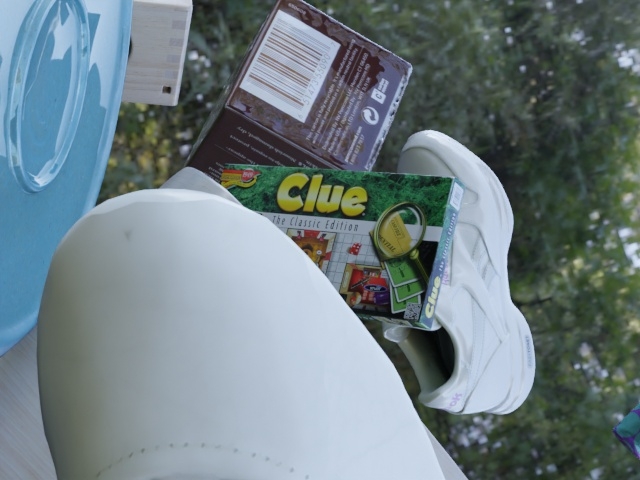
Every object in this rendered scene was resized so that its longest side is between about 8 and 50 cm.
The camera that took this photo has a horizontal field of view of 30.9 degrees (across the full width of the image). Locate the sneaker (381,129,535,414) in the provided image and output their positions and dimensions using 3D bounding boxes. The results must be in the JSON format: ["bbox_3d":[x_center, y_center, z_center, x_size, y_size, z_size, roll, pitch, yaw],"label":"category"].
[{"bbox_3d":[0.124,0.028,1.175,0.114,0.152,0.305,-31,-113,47],"label":"sneaker"}]

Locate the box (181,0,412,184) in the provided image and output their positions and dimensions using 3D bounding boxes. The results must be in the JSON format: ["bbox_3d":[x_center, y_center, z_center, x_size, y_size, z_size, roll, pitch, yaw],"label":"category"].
[{"bbox_3d":[-0.031,-0.129,1.287,0.169,0.167,0.203,-67,-169,-27],"label":"box"}]

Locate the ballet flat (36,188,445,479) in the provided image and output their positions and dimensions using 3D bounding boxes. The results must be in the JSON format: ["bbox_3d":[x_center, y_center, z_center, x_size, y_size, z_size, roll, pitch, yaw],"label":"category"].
[{"bbox_3d":[-0.012,0.182,0.400,0.139,0.139,0.400,25,-47,56],"label":"ballet flat"}]

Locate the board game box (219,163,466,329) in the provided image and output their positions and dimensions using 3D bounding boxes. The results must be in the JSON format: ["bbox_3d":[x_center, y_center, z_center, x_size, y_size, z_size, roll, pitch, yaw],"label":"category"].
[{"bbox_3d":[0.000,0.000,1.069,0.259,0.030,0.136,5,-109,34],"label":"board game box"}]

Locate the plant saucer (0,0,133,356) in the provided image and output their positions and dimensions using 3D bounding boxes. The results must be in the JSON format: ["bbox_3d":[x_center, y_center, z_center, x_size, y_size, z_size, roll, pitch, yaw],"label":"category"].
[{"bbox_3d":[-0.146,-0.077,0.561,0.317,0.043,0.318,11,90,-87],"label":"plant saucer"}]

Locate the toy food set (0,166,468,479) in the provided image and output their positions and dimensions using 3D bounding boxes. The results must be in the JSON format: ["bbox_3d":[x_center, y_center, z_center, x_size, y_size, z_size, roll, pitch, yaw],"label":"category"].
[{"bbox_3d":[-0.065,0.139,0.730,0.306,0.219,0.092,51,-14,-11],"label":"toy food set"}]

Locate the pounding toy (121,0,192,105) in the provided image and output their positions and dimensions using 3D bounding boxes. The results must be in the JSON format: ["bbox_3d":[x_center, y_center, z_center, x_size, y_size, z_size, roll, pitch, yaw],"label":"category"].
[{"bbox_3d":[-0.196,-0.149,0.787,0.181,0.206,0.094,-101,-160,-45],"label":"pounding toy"}]

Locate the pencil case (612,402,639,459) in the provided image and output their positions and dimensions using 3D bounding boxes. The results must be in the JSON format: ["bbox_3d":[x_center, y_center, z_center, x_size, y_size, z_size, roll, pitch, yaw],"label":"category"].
[{"bbox_3d":[0.477,0.234,1.613,0.064,0.152,0.070,42,7,9],"label":"pencil case"}]
